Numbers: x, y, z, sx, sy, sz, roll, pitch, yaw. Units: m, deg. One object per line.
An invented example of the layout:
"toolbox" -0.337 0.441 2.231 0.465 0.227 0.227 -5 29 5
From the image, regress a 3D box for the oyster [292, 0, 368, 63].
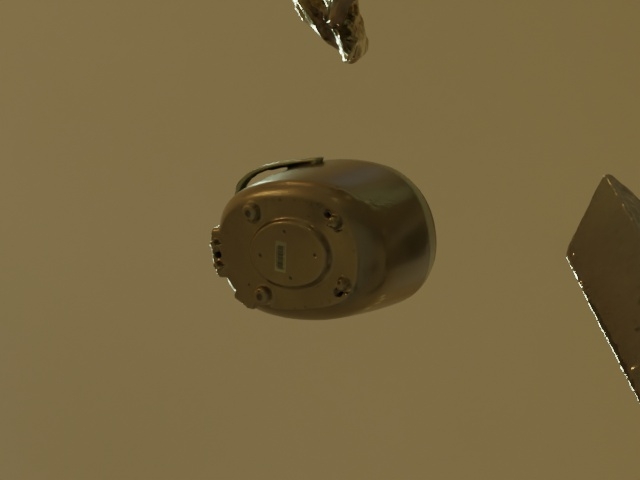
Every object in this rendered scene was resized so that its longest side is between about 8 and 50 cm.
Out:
"oyster" 0.012 -0.289 1.443 0.100 0.271 0.275 -34 -83 -27

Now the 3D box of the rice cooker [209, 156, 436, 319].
"rice cooker" 0.000 0.000 1.601 0.127 0.206 0.145 -22 -72 -57

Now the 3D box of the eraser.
"eraser" 0.295 0.086 1.487 0.111 0.077 0.352 39 -161 -32
